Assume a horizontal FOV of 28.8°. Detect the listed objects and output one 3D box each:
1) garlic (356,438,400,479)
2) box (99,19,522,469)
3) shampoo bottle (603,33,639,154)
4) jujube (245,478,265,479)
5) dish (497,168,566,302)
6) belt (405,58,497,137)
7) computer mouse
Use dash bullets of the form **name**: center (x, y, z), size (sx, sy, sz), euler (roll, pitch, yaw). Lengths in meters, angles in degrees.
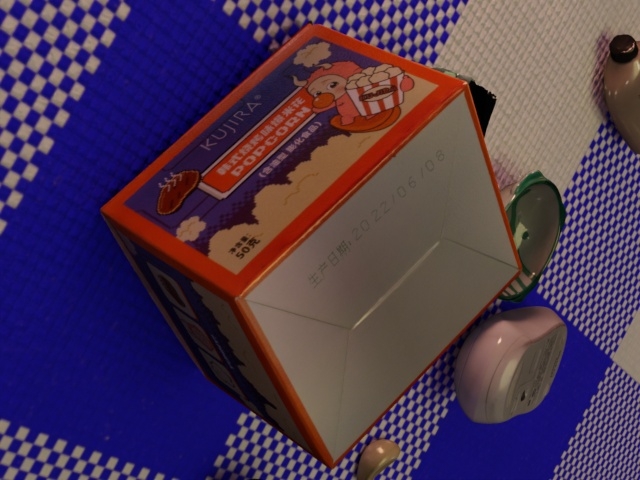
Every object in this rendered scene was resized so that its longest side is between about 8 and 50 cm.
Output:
- **garlic**: center (0.085, 0.334, 1.895), size (0.083, 0.041, 0.053), euler (-46, 153, -11)
- **box**: center (0.000, 0.000, 1.404), size (0.349, 0.257, 0.318), euler (-45, 136, -18)
- **shampoo bottle**: center (0.522, -0.245, 2.059), size (0.127, 0.078, 0.257), euler (-49, 143, -12)
- **jujube**: center (-0.104, 0.481, 1.617), size (0.216, 0.216, 0.342), euler (16, 92, -53)
- **dish**: center (0.275, -0.005, 1.897), size (0.246, 0.078, 0.224), euler (-30, 131, -39)
- **belt**: center (0.137, -0.174, 1.569), size (0.198, 0.151, 0.078), euler (18, 91, -52)
- **computer mouse**: center (0.296, 0.199, 2.009), size (0.297, 0.121, 0.184), euler (-18, 123, -61)
